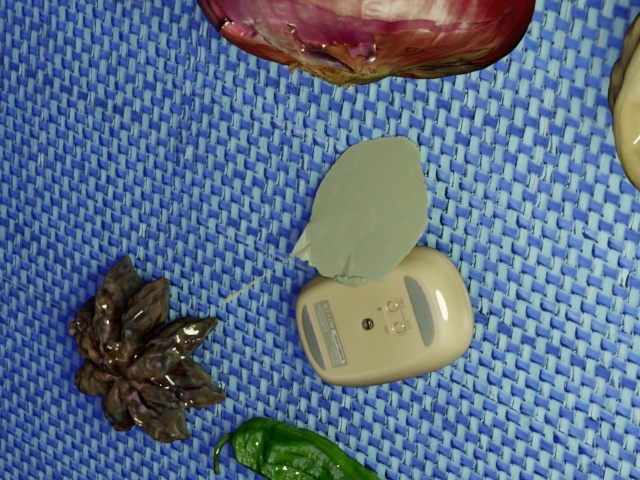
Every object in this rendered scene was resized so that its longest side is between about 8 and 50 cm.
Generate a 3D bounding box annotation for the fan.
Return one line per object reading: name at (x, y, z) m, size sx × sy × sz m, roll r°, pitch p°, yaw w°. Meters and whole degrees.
fan at (0.001, 0.000, 2.071) m, size 0.310 × 0.010 × 0.182 m, roll -31°, pitch 52°, yaw 31°

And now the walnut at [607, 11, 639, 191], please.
walnut at (0.371, -0.121, 1.654) m, size 0.248 × 0.248 × 0.248 m, roll 13°, pitch 111°, yaw 37°

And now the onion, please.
onion at (0.048, -0.289, 1.818) m, size 0.347 × 0.347 × 0.286 m, roll -2°, pitch 86°, yaw 40°

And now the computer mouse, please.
computer mouse at (0.073, 0.084, 2.056) m, size 0.236 × 0.082 × 0.145 m, roll -20°, pitch 89°, yaw 43°

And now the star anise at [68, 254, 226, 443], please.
star anise at (-0.234, 0.144, 2.318) m, size 0.223 × 0.109 × 0.236 m, roll 11°, pitch 112°, yaw 42°

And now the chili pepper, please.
chili pepper at (-0.012, 0.275, 2.189) m, size 0.257 × 0.074 × 0.100 m, roll 29°, pitch 119°, yaw 29°
